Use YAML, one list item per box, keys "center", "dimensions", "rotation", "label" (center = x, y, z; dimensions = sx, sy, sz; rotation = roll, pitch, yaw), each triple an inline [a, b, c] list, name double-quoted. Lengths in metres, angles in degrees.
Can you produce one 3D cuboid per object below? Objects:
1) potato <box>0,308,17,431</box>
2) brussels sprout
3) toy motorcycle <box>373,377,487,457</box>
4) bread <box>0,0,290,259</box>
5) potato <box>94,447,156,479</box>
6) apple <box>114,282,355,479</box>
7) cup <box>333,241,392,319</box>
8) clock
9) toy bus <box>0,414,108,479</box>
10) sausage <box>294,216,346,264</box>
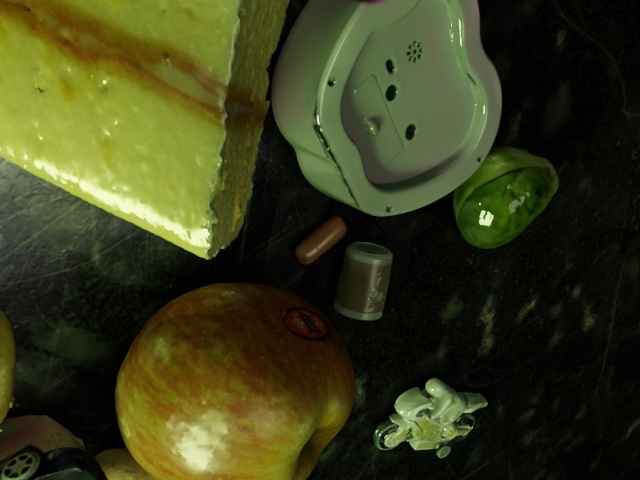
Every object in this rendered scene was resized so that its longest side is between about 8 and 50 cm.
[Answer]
- center: [-0.376, 0.143, 0.708]
  dimensions: [0.137, 0.137, 0.175]
  rotation: [-6, 112, -35]
  label: "potato"
- center: [0.286, -0.073, 1.104]
  dimensions: [0.183, 0.131, 0.145]
  rotation: [-47, 136, -4]
  label: "brussels sprout"
- center: [0.201, 0.308, 1.260]
  dimensions: [0.229, 0.074, 0.151]
  rotation: [3, 114, -28]
  label: "toy motorcycle"
- center: [-0.220, -0.205, 0.731]
  dimensions: [0.405, 0.242, 0.345]
  rotation: [21, 102, -8]
  label: "bread"
- center: [-0.242, 0.323, 0.912]
  dimensions: [0.112, 0.112, 0.147]
  rotation: [-50, 124, -7]
  label: "potato"
- center: [-0.089, 0.195, 0.868]
  dimensions: [0.309, 0.250, 0.277]
  rotation: [-6, 114, -38]
  label: "apple"
- center: [0.076, 0.057, 1.043]
  dimensions: [0.102, 0.074, 0.099]
  rotation: [-3, 112, -36]
  label: "cup"
- center: [0.106, -0.199, 0.929]
  dimensions: [0.339, 0.102, 0.338]
  rotation: [-17, 120, -31]
  label: "clock"
- center: [-0.389, 0.311, 0.760]
  dimensions: [0.303, 0.147, 0.127]
  rotation: [-31, 125, -24]
  label: "toy bus"
- center: [0.000, 0.000, 0.986]
  dimensions: [0.083, 0.034, 0.034]
  rotation: [-40, 129, -14]
  label: "sausage"
